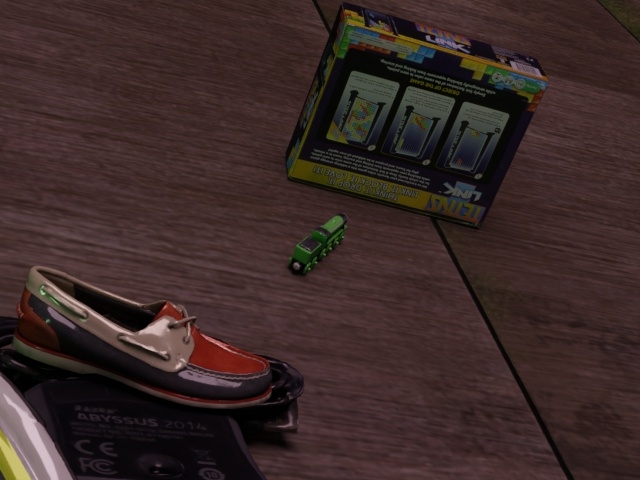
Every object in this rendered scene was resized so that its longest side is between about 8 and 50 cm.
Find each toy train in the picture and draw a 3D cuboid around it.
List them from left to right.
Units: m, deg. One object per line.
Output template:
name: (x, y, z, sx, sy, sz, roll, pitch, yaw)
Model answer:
toy train: (0.000, 0.000, 0.964, 0.017, 0.024, 0.083, 28, 28, 11)

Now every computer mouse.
computer mouse: (-0.080, 0.126, 0.643, 0.188, 0.072, 0.272, 11, 17, -17)

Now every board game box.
board game box: (0.074, -0.097, 1.063, 0.170, 0.141, 0.048, 14, 31, -15)

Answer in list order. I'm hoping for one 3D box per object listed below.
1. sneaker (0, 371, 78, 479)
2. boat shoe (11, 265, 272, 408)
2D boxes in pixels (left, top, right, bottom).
sneaker: (-0.123, 0.146, 0.443, 0.121, 0.111, 0.300, -23, 57, -29)
boat shoe: (-0.088, 0.050, 0.681, 0.137, 0.043, 0.049, 16, 14, -2)
